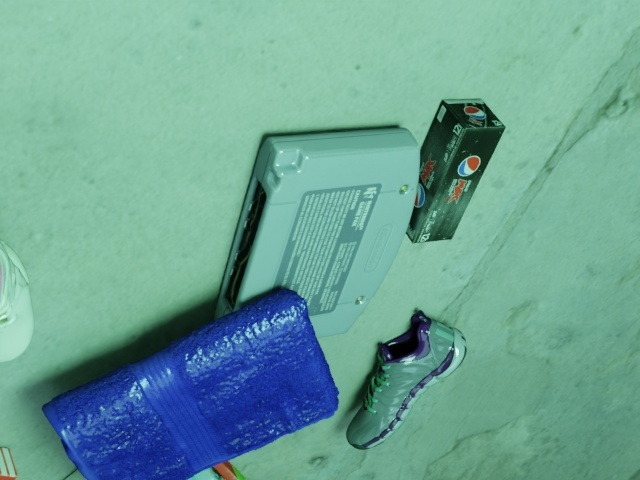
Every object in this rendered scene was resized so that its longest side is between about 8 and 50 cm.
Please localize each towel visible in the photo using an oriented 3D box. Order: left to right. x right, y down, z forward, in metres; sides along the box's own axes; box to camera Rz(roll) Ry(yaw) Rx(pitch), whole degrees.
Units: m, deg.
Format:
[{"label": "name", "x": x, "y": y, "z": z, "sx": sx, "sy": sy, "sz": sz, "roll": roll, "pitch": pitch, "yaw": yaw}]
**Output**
[{"label": "towel", "x": -0.131, "y": 0.192, "z": 1.215, "sx": 0.308, "sy": 0.076, "sz": 0.227, "roll": -27, "pitch": 143, "yaw": -6}]

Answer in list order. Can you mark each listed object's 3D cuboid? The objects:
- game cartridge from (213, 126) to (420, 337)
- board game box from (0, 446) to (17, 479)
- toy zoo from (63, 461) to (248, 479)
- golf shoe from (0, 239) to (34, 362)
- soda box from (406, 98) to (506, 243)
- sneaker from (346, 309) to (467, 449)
[{"label": "game cartridge", "x": 0.000, "y": 0.000, "z": 1.195, "sx": 0.196, "sy": 0.060, "sz": 0.294, "roll": -4, "pitch": 134, "yaw": -26}, {"label": "board game box", "x": -0.462, "y": 0.301, "z": 1.212, "sx": 0.193, "sy": 0.045, "sz": 0.147, "roll": -47, "pitch": 140, "yaw": 18}, {"label": "toy zoo", "x": -0.221, "y": 0.326, "z": 1.415, "sx": 0.192, "sy": 0.030, "sz": 0.293, "roll": -31, "pitch": 142, "yaw": -2}, {"label": "golf shoe", "x": -0.323, "y": 0.038, "z": 0.948, "sx": 0.115, "sy": 0.140, "sz": 0.306, "roll": -25, "pitch": 143, "yaw": -11}, {"label": "soda box", "x": 0.143, "y": -0.076, "z": 1.207, "sx": 0.060, "sy": 0.053, "sz": 0.168, "roll": -6, "pitch": 136, "yaw": -30}, {"label": "sneaker", "x": 0.092, "y": 0.185, "z": 1.458, "sx": 0.098, "sy": 0.083, "sz": 0.223, "roll": 34, "pitch": 105, "yaw": -28}]
